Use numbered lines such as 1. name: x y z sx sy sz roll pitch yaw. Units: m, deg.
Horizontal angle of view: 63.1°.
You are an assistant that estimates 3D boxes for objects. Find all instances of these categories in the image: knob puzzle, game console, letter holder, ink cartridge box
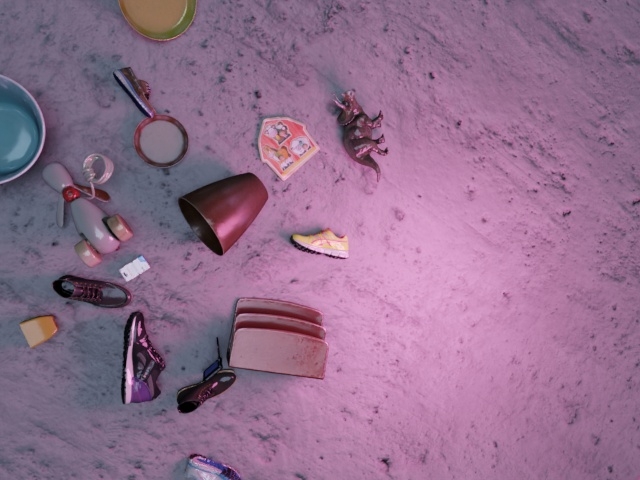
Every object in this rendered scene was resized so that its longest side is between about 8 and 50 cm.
1. knob puzzle: -0.122 -0.325 1.723 0.213 0.030 0.213 0 91 -12
2. game console: -0.344 0.374 1.637 0.107 0.122 0.071 -40 98 -8
3. letter holder: -0.131 0.305 1.670 0.301 0.152 0.215 11 87 -12
4. ink cartridge box: -0.580 0.088 1.628 0.083 0.028 0.048 -33 97 -10

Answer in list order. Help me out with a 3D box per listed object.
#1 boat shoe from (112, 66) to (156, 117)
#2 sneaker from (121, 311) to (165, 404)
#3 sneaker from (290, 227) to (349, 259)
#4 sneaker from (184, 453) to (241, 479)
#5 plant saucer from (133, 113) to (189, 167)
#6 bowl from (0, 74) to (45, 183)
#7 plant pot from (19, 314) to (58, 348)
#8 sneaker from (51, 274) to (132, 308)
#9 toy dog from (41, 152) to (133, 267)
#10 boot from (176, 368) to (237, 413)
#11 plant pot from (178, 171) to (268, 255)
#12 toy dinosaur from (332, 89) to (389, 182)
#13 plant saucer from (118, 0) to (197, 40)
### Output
1. boat shoe: -0.556 -0.461 1.599 0.066 0.066 0.183 -38 90 -19
2. sneaker: -0.545 0.359 1.619 0.124 0.107 0.284 3 94 -27
3. sneaker: 0.000 0.000 1.736 0.208 0.081 0.094 13 81 -19
4. sneaker: -0.347 0.761 1.677 0.190 0.071 0.083 25 92 -3
5. plant saucer: -0.500 -0.311 1.640 0.168 0.029 0.169 0 91 -13
6. bowl: -0.928 -0.304 1.478 0.311 0.163 0.312 0 91 -13
7. plant pot: -0.833 0.263 1.552 0.083 0.081 0.081 -25 96 -22
8. sneaker: -0.684 0.162 1.561 0.222 0.118 0.083 14 88 -12
9. toy dog: -0.689 -0.077 1.564 0.220 0.161 0.334 -16 79 -9
10. boot: -0.353 0.480 1.629 0.197 0.137 0.077 -26 96 -11
11. plant pot: -0.281 -0.105 1.617 0.230 0.215 0.215 -39 99 -23
12. toy dinosaur: 0.138 -0.346 1.753 0.160 0.121 0.314 -10 98 0
13. plant saucer: -0.497 -0.738 1.584 0.240 0.037 0.241 -17 122 -30
